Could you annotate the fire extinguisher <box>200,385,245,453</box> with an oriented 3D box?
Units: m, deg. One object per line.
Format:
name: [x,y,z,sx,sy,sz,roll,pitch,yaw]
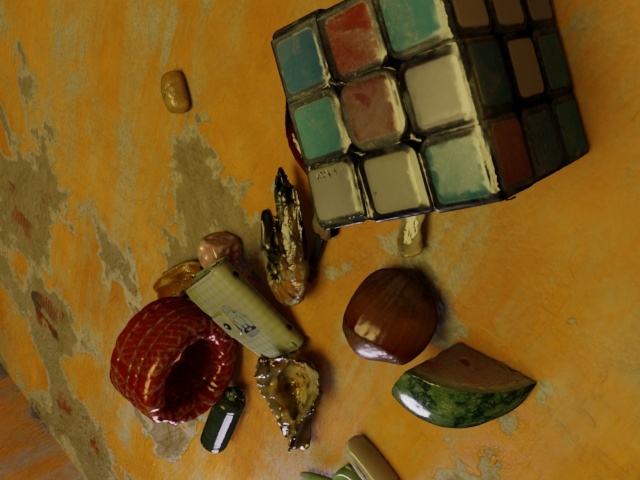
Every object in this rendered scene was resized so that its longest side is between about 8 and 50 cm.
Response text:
fire extinguisher: [-0.294,0.543,2.121,0.114,0.096,0.311,-114,36,-42]

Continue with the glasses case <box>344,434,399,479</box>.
glasses case: [0.136,0.581,1.734,0.193,0.074,0.049,49,131,17]

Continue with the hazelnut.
hazelnut: [0.139,0.163,1.473,0.210,0.186,0.210,44,146,41]

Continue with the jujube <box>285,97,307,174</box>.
jujube: [0.025,-0.239,1.407,0.197,0.197,0.290,-38,63,46]

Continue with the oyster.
oyster: [-0.067,0.438,1.832,0.198,0.133,0.336,18,121,36]

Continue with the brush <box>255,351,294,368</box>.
brush: [-0.123,0.344,1.928,0.196,0.021,0.070,-42,76,43]

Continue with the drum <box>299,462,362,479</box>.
drum: [0.046,0.685,1.886,0.253,0.049,0.130,-29,86,47]

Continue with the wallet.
wallet: [-0.209,0.193,1.845,0.309,0.077,0.223,47,138,-11]

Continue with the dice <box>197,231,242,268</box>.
dice: [-0.277,0.034,1.889,0.091,0.094,0.093,22,123,36]

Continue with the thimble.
thimble: [-0.418,0.347,1.990,0.231,0.350,0.349,24,123,39]

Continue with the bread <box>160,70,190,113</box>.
bread: [-0.398,-0.397,1.848,0.082,0.056,0.115,1,108,44]

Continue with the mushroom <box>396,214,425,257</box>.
mushroom: [0.198,-0.061,1.419,0.059,0.054,0.202,19,115,29]

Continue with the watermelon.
watermelon: [0.271,0.317,1.446,0.256,0.176,0.260,20,129,-9]

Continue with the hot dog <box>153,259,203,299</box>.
hot dog: [-0.430,0.129,2.099,0.270,0.072,0.109,-21,90,45]

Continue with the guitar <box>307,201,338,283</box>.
guitar: [0.002,0.000,1.642,0.084,0.038,0.271,43,138,30]

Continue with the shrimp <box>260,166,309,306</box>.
shrimp: [-0.105,-0.009,1.706,0.233,0.071,0.364,25,125,56]

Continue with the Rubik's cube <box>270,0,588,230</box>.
Rubik's cube: [0.186,-0.235,1.130,0.359,0.362,0.363,-8,97,45]
